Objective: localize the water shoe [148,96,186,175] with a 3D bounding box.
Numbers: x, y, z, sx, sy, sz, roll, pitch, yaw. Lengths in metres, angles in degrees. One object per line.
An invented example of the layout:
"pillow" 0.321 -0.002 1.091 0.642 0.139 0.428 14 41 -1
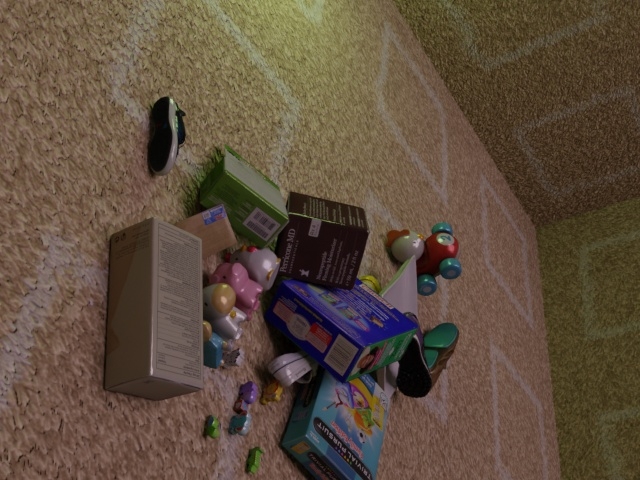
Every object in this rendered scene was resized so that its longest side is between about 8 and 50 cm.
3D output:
"water shoe" -0.326 -0.225 1.683 0.080 0.073 0.203 35 45 -51

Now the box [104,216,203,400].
"box" -0.310 0.131 1.441 0.148 0.121 0.311 32 47 -50

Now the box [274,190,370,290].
"box" 0.000 0.000 1.886 0.167 0.203 0.168 -93 -164 -67

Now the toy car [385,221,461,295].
"toy car" 0.331 0.023 2.579 0.238 0.210 0.219 34 33 -31

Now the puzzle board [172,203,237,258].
"puzzle board" -0.254 -0.013 1.660 0.128 0.011 0.096 -26 106 -23

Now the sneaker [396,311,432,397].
"sneaker" 0.277 0.335 2.234 0.124 0.107 0.283 -67 152 -50

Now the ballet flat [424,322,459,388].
"ballet flat" 0.381 0.397 2.529 0.342 0.116 0.124 -44 132 -59

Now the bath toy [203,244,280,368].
"bath toy" -0.200 0.115 1.658 0.348 0.129 0.151 -58 168 -53

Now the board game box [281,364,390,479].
"board game box" 0.051 0.444 1.889 0.254 0.079 0.336 50 32 -21

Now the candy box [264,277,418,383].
"candy box" 0.060 0.203 1.905 0.268 0.122 0.317 38 22 24

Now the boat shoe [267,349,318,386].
"boat shoe" -0.049 0.307 1.819 0.075 0.083 0.226 57 25 15

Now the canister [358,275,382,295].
"canister" 0.124 0.196 2.218 0.126 0.073 0.170 64 30 -16

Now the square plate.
"square plate" 0.224 0.257 2.283 0.347 0.049 0.344 -40 131 -60

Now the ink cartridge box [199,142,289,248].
"ink cartridge box" -0.183 -0.111 1.805 0.189 0.097 0.255 38 12 -20

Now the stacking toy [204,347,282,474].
"stacking toy" -0.161 0.362 1.639 0.167 0.052 0.221 49 35 -34
